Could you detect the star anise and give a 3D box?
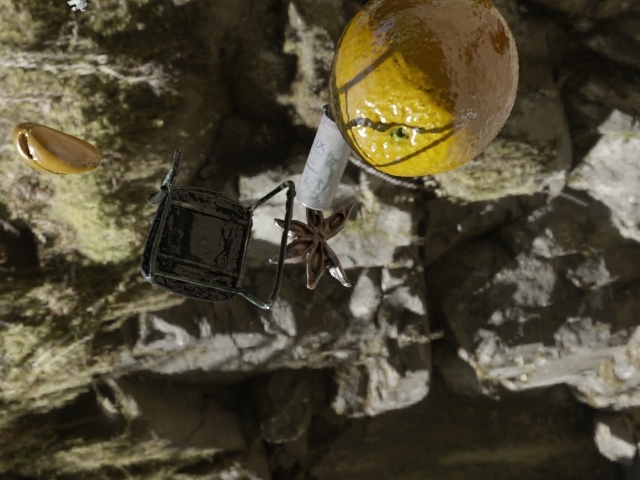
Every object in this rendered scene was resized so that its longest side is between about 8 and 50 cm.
[{"bbox_3d":[-0.017,0.002,1.551,0.063,0.171,0.208,94,178,-69],"label":"star anise"}]

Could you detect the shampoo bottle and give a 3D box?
[{"bbox_3d":[0.019,-0.153,1.262,0.072,0.072,0.214,-96,23,-56],"label":"shampoo bottle"}]

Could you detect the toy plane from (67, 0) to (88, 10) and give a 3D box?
[{"bbox_3d":[-0.237,-0.404,1.090,0.182,0.273,0.107,-147,38,-67],"label":"toy plane"}]

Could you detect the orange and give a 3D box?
[{"bbox_3d":[0.118,-0.188,0.886,0.236,0.236,0.237,-8,-90,-88],"label":"orange"}]

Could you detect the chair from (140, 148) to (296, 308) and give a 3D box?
[{"bbox_3d":[-0.138,-0.004,0.891,0.221,0.140,0.145,-10,66,67],"label":"chair"}]

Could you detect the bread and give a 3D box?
[{"bbox_3d":[-0.454,-0.151,1.312,0.189,0.114,0.078,12,-83,-73],"label":"bread"}]
